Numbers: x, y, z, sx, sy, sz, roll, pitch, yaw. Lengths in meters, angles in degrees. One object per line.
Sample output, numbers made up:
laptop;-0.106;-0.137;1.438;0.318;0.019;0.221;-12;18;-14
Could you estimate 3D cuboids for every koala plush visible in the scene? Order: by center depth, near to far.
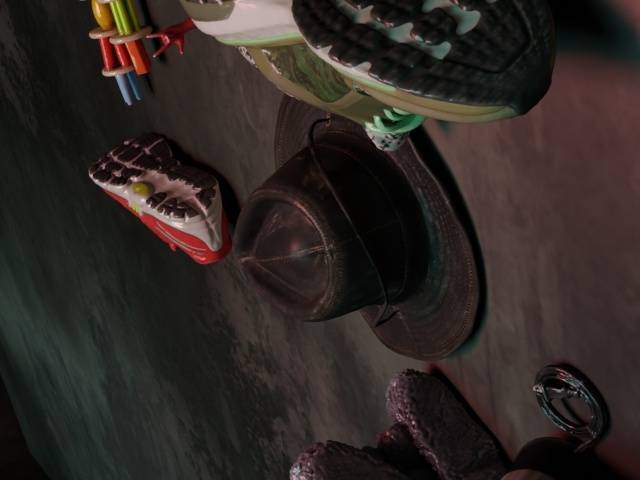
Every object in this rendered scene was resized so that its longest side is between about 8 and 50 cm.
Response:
koala plush;0.084;0.285;1.287;0.203;0.196;0.221;42;146;21

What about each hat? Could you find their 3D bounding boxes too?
hat;0.000;0.000;1.231;0.331;0.134;0.331;46;152;34

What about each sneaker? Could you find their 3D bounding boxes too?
sneaker;0.053;-0.145;1.010;0.410;0.158;0.182;33;163;54
sneaker;-0.202;-0.046;1.651;0.279;0.107;0.118;38;155;50

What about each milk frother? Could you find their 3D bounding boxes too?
milk frother;0.174;0.193;1.058;0.129;0.135;0.143;-25;94;36

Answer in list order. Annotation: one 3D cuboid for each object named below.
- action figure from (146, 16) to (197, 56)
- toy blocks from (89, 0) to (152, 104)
action figure;-0.118;-0.282;1.190;0.280;0.139;0.091;65;157;-9
toy blocks;-0.236;-0.232;1.580;0.123;0.054;0.148;24;135;57
